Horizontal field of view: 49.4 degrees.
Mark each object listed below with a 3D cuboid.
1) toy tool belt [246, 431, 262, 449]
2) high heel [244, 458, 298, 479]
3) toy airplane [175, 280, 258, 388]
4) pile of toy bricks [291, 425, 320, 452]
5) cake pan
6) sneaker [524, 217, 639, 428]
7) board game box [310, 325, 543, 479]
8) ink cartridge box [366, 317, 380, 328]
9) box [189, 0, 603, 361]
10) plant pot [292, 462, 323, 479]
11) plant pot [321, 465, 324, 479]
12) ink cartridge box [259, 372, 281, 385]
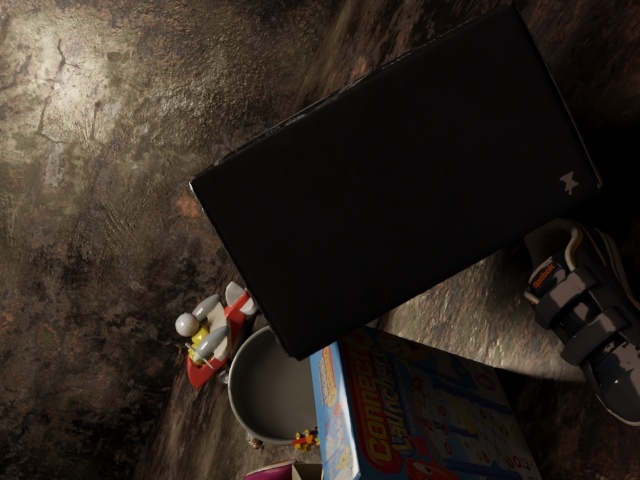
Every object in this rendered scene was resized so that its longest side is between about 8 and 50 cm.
[{"bbox_3d":[-0.195,0.581,2.079,0.083,0.052,0.051,-144,66,-71],"label":"toy tool belt"},{"bbox_3d":[-0.143,0.690,1.798,0.377,0.127,0.181,-45,59,45],"label":"high heel"},{"bbox_3d":[-0.394,0.320,2.578,0.386,0.272,0.385,-45,30,53],"label":"toy airplane"},{"bbox_3d":[0.046,0.436,1.483,0.212,0.118,0.105,-30,70,40],"label":"pile of toy bricks"},{"bbox_3d":[-0.077,0.345,1.684,0.054,0.293,0.293,53,-130,-68],"label":"cake pan"},{"bbox_3d":[0.344,0.094,0.900,0.126,0.127,0.321,-56,24,33],"label":"sneaker"},{"bbox_3d":[0.147,0.272,0.995,0.086,0.301,0.308,-61,21,27],"label":"board game box"},{"bbox_3d":[0.052,0.167,1.666,0.128,0.128,0.176,-69,19,3],"label":"ink cartridge box"},{"bbox_3d":[0.086,-0.103,1.115,0.479,0.298,0.472,-29,11,0],"label":"box"},{"bbox_3d":[-0.003,0.545,1.485,0.109,0.108,0.096,-156,73,-72],"label":"plant pot"},{"bbox_3d":[0.100,0.420,1.291,0.237,0.109,0.238,-161,90,-72],"label":"plant pot"},{"bbox_3d":[-0.109,0.369,1.856,0.218,0.092,0.159,94,179,-48],"label":"ink cartridge box"}]
